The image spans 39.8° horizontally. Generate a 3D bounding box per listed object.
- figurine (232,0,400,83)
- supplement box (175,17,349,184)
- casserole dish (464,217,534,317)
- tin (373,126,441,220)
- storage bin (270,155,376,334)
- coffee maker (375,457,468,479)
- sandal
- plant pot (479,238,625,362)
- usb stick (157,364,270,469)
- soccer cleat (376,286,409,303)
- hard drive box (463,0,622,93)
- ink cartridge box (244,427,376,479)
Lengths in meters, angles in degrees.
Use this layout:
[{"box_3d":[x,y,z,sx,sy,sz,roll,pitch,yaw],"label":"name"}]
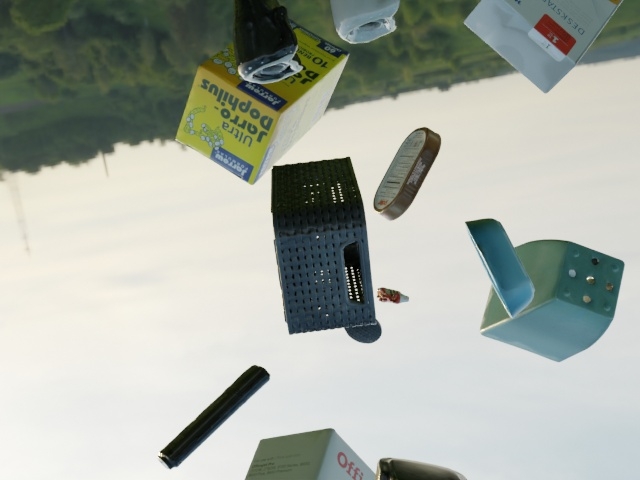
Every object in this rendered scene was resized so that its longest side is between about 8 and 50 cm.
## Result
[{"box_3d":[-0.025,-0.323,1.050,0.215,0.209,0.092,-19,176,22],"label":"figurine"},{"box_3d":[-0.116,-0.309,1.874,0.194,0.195,0.356,31,-141,6],"label":"supplement box"},{"box_3d":[0.199,0.027,0.973,0.037,0.114,0.188,-27,171,8],"label":"casserole dish"},{"box_3d":[0.160,-0.127,1.661,0.040,0.189,0.106,29,175,-18],"label":"tin"},{"box_3d":[0.000,0.000,0.860,0.085,0.122,0.180,-8,-159,-1],"label":"storage bin"},{"box_3d":[0.091,0.336,0.980,0.120,0.178,0.171,12,179,-25],"label":"coffee maker"},{"box_3d":[0.057,0.132,1.666,0.067,0.179,0.040,-28,-145,25],"label":"sandal"},{"box_3d":[0.410,0.092,1.522,0.166,0.165,0.234,20,161,-6],"label":"plant pot"},{"box_3d":[-0.212,0.353,1.787,0.278,0.045,0.077,-41,-166,-23],"label":"usb stick"},{"box_3d":[0.137,0.107,1.692,0.036,0.029,0.083,4,-177,-28],"label":"soccer cleat"},{"box_3d":[0.372,-0.381,1.454,0.232,0.181,0.089,-51,-178,-33],"label":"hard drive box"},{"box_3d":[-0.017,0.533,1.359,0.166,0.285,0.394,-18,-146,34],"label":"ink cartridge box"}]
